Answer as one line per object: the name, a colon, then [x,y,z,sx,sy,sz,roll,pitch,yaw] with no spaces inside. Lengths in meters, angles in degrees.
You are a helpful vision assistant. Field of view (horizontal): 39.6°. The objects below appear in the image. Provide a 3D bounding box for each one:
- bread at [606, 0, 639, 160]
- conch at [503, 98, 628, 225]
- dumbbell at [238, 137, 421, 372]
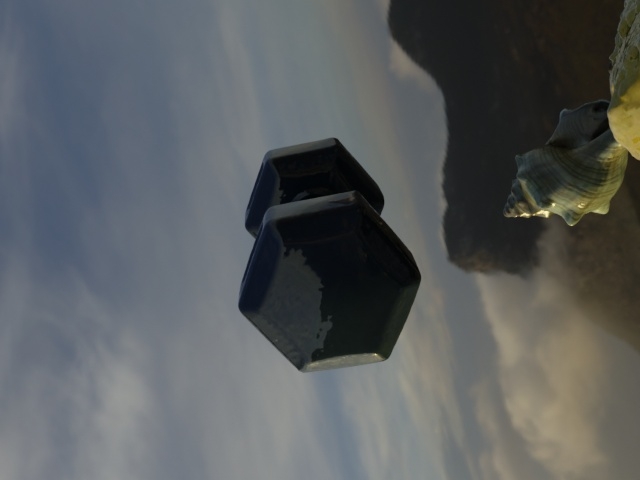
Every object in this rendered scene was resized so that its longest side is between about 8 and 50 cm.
bread: [0.312,-0.142,0.689,0.170,0.197,0.197,-87,-21,-53]
conch: [0.312,-0.093,1.058,0.114,0.234,0.137,38,-156,-32]
dumbbell: [0.000,0.000,0.873,0.160,0.144,0.325,49,-172,-15]
